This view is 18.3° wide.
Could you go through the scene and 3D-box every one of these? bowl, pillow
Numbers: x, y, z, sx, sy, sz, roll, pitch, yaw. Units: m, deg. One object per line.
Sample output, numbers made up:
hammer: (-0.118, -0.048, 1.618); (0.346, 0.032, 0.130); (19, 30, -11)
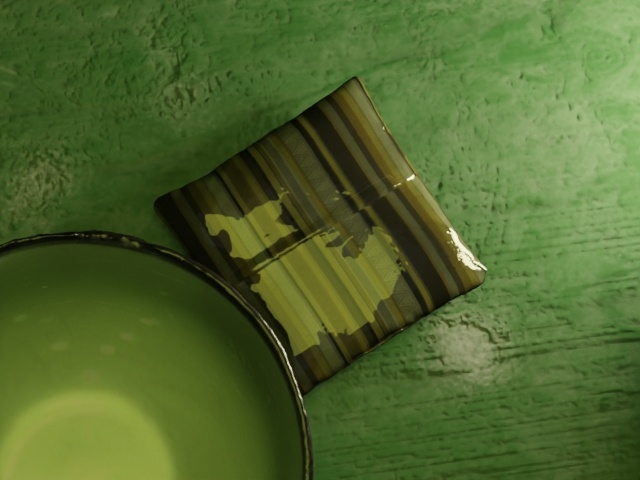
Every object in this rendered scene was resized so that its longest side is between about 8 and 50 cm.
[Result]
bowl: (-0.184, 0.183, 1.539); (0.354, 0.185, 0.354); (1, 77, -4)
pillow: (0.000, 0.000, 1.663); (0.212, 0.052, 0.208); (-32, 85, -9)
